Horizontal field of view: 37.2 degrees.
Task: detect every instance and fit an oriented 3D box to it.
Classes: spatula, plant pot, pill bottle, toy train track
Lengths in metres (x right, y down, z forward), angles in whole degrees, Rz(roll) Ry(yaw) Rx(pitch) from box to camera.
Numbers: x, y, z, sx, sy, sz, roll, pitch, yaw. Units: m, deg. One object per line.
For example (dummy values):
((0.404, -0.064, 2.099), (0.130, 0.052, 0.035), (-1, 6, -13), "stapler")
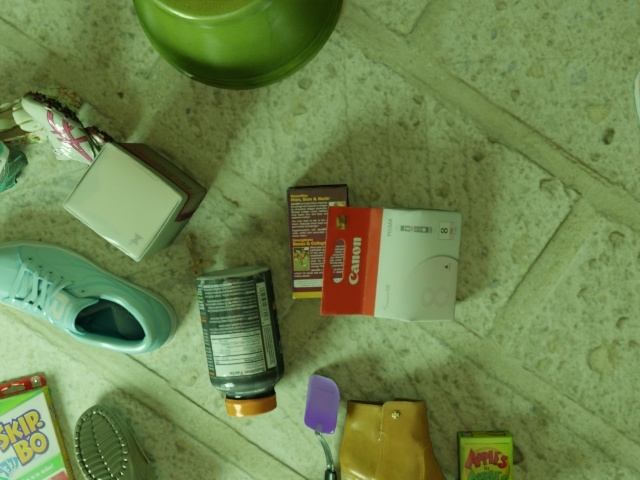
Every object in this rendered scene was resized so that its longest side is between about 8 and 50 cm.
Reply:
((0.011, 0.384, 1.663), (0.030, 0.084, 0.296), (-14, 103, -41), "spatula")
((-0.148, -0.427, 1.453), (0.367, 0.353, 0.366), (0, 95, 2), "plant pot")
((-0.132, 0.172, 1.612), (0.130, 0.130, 0.245), (-7, 94, 3), "pill bottle")
((-0.219, 0.029, 1.663), (0.048, 0.014, 0.083), (-21, 88, 11), "toy train track")

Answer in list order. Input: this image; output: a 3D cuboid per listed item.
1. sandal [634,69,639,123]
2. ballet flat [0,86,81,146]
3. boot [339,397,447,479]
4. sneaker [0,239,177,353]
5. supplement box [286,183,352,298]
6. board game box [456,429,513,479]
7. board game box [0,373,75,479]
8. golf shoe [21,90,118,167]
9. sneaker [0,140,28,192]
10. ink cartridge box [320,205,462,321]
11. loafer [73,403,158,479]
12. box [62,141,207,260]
((0.585, -0.168, 1.582), (0.102, 0.076, 0.265), (-17, 94, 4), "sandal")
((-0.529, -0.199, 1.624), (0.241, 0.077, 0.091), (-20, 93, 3), "ballet flat")
((0.172, 0.378, 1.611), (0.295, 0.104, 0.211), (7, 91, 17), "boot")
((-0.424, 0.092, 1.606), (0.366, 0.150, 0.135), (17, 94, 1), "sneaker")
((0.000, 0.000, 1.616), (0.104, 0.081, 0.188), (-2, 95, 2), "supplement box")
((0.287, 0.426, 1.658), (0.092, 0.043, 0.181), (-2, 95, 3), "board game box")
((-0.519, 0.376, 1.693), (0.124, 0.039, 0.259), (-15, 91, 3), "board game box")
((-0.428, -0.175, 1.596), (0.186, 0.067, 0.086), (37, 96, -30), "golf shoe")
((-0.563, -0.099, 1.642), (0.166, 0.076, 0.065), (-45, 58, 26), "sneaker")
((0.122, 0.040, 1.581), (0.232, 0.066, 0.189), (1, 96, -30), "ink cartridge box")
((-0.343, 0.413, 1.662), (0.102, 0.092, 0.268), (-29, 77, 3), "loafer")
((-0.293, -0.069, 1.546), (0.149, 0.232, 0.127), (36, 96, -1), "box")
